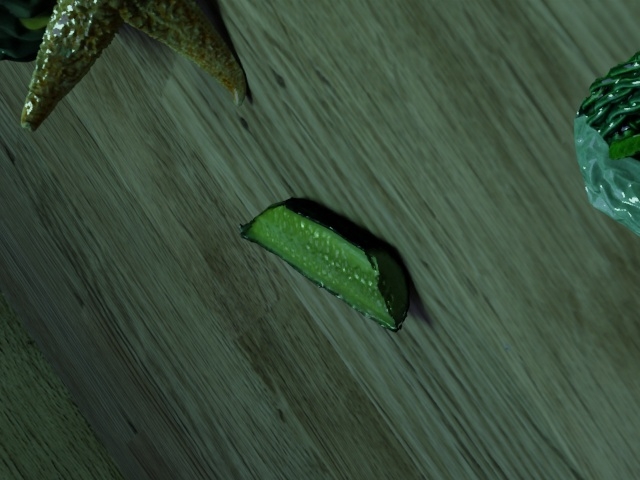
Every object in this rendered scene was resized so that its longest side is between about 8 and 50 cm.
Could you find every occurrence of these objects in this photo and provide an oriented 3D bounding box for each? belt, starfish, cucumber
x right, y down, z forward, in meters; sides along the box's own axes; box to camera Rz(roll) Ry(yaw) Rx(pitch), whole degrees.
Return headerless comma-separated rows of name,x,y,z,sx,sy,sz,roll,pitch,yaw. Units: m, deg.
belt,0.186,-0.042,0.425,0.151,0.079,0.121,9,127,56
starfish,-0.187,-0.199,0.752,0.295,0.231,0.048,52,180,-33
cucumber,0.000,0.000,0.813,0.220,0.046,0.070,29,139,40

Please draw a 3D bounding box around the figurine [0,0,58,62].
figurine,-0.326,-0.300,0.754,0.186,0.261,0.382,20,166,46
